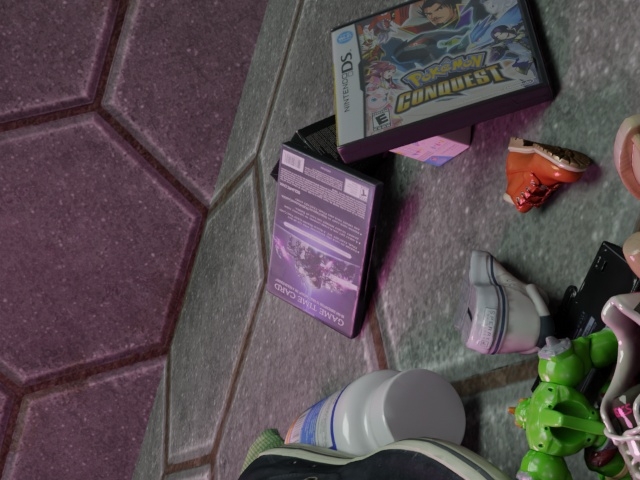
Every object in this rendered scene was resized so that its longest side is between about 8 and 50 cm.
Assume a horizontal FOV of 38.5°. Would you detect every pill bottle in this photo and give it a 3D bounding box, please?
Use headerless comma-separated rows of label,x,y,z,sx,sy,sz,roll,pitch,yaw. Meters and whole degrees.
pill bottle,0.068,0.252,1.168,0.272,0.152,0.152,137,143,-56

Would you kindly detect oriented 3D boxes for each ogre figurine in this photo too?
ogre figurine,0.236,0.161,0.810,0.097,0.118,0.197,-136,63,-68

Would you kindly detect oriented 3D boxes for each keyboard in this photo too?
keyboard,0.265,0.091,0.924,0.108,0.023,0.180,-116,45,-65

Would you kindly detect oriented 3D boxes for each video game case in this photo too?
video game case,0.147,-0.237,1.210,0.274,0.035,0.248,-16,48,16
video game case,0.000,0.000,1.472,0.196,0.026,0.274,27,124,33

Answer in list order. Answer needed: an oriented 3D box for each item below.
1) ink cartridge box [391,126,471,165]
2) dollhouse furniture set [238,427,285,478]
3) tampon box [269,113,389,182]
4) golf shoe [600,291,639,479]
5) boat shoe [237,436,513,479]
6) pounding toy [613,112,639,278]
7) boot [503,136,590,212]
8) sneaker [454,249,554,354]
ink cartridge box,0.133,-0.177,1.309,0.092,0.143,0.090,146,135,-64
dollhouse furniture set,-0.149,0.431,1.381,0.197,0.151,0.302,177,108,-72
tampon box,0.021,-0.135,1.537,0.101,0.161,0.120,50,138,13
golf shoe,0.269,0.171,0.712,0.105,0.120,0.273,140,139,-57
boat shoe,0.043,0.315,0.977,0.500,0.156,0.187,-14,107,54
pounding toy,0.305,-0.081,0.689,0.269,0.154,0.155,-50,29,28
boot,0.252,-0.069,1.038,0.158,0.059,0.085,-135,58,-78
sneaker,0.204,0.076,1.022,0.258,0.091,0.094,-66,-12,-75
